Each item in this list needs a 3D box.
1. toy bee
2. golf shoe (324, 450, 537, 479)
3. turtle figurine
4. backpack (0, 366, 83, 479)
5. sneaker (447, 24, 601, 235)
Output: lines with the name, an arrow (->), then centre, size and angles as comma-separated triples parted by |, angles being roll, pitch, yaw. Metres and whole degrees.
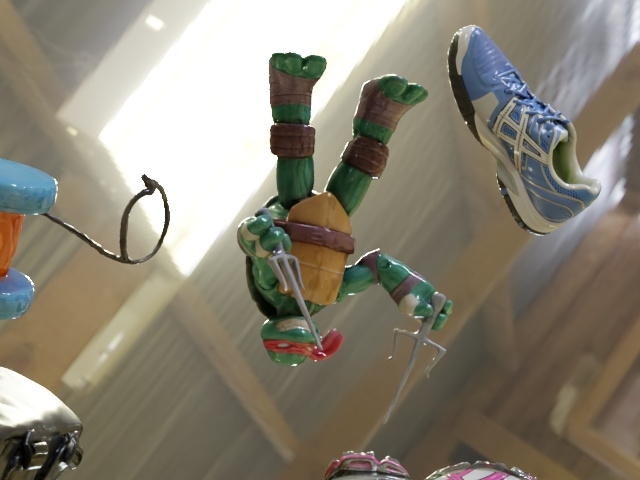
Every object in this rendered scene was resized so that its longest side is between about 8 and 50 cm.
toy bee -> -0.255, -0.007, 0.939 | 0.195, 0.162, 0.298 | -68, -21, -7
golf shoe -> 0.090, 0.219, 1.086 | 0.086, 0.186, 0.067 | -76, -16, -53
turtle figurine -> 0.000, 0.000, 0.931 | 0.175, 0.118, 0.234 | 13, -98, -44
backpack -> -0.441, 0.278, 1.363 | 0.355, 0.273, 0.290 | -61, -9, 1
sneaker -> 0.193, -0.112, 1.303 | 0.081, 0.211, 0.080 | -25, 7, 43
